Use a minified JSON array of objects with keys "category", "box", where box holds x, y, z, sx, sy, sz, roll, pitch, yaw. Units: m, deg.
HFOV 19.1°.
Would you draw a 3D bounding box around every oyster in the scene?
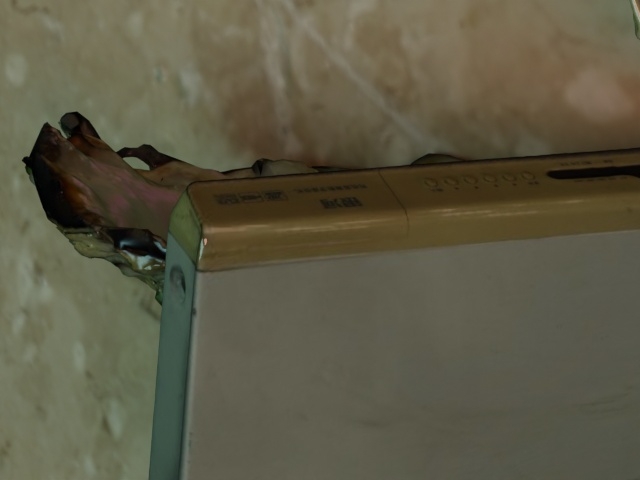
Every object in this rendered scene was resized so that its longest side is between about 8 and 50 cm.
[{"category":"oyster","box":[-0.004,0.008,0.829,0.259,0.198,0.092,10,109,-7]}]

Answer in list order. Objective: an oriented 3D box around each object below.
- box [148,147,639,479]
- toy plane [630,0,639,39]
[{"category":"box","box":[0.064,0.065,0.743,0.045,0.270,0.211,-133,42,-54]},{"category":"toy plane","box":[0.233,-0.073,0.660,0.242,0.104,0.256,-16,90,25]}]
